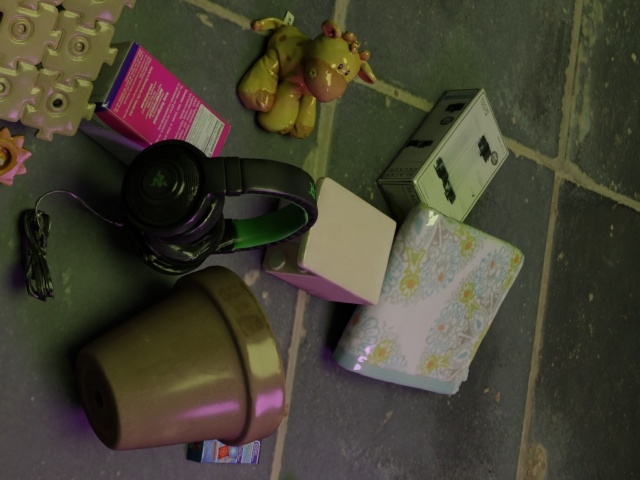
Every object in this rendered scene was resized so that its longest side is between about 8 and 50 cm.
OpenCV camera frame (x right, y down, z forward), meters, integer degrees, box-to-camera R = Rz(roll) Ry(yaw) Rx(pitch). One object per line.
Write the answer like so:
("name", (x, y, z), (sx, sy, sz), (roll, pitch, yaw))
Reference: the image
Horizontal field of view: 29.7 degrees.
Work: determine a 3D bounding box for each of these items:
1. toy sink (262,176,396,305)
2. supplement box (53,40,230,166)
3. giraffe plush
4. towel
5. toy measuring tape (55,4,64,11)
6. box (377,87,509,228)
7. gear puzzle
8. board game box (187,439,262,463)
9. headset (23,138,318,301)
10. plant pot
("toy sink", (0.000, 0.000, 1.994), (0.234, 0.131, 0.152), (29, 71, -52))
("supplement box", (-0.247, -0.172, 1.704), (0.220, 0.111, 0.114), (42, 61, -43))
("giraffe plush", (-0.007, -0.273, 1.935), (0.181, 0.170, 0.210), (11, 84, -49))
("towel", (0.204, 0.114, 2.206), (0.374, 0.090, 0.320), (20, 97, -52))
("toy measuring tape", (-0.365, -0.309, 1.556), (0.330, 0.121, 0.121), (-43, 124, -39))
("box", (0.237, -0.140, 2.296), (0.290, 0.087, 0.169), (-54, 130, -33))
("gear puzzle", (-0.362, -0.219, 1.536), (0.175, 0.044, 0.339), (13, 109, -37))
("board game box", (-0.139, 0.252, 1.918), (0.136, 0.035, 0.201), (15, 81, -49))
("headset", (-0.198, -0.014, 1.630), (0.243, 0.394, 0.185), (105, -18, -69))
("plant pot", (-0.209, 0.188, 1.695), (0.229, 0.263, 0.263), (-17, 106, -31))
